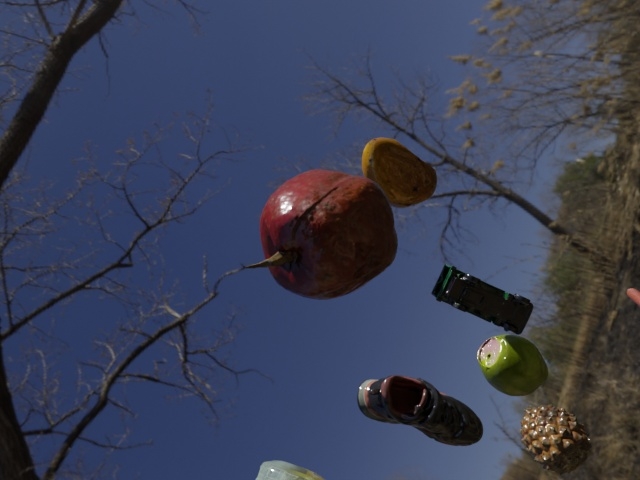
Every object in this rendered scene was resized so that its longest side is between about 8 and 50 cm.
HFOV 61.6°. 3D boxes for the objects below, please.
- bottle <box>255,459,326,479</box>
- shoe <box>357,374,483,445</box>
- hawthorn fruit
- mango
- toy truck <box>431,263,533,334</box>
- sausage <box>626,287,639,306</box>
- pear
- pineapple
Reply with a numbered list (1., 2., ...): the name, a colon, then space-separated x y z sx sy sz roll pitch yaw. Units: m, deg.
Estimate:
1. bottle: -0.011 0.514 1.082 0.083 0.270 0.083 -8 -80 -54
2. shoe: 0.232 0.362 1.181 0.137 0.291 0.114 119 168 -58
3. hawthorn fruit: 0.016 -0.010 0.995 0.262 0.259 0.258 -61 -24 -70
4. mango: 0.242 -0.215 1.735 0.290 0.160 0.191 35 -84 -26
5. toy truck: 0.267 0.098 0.888 0.079 0.147 0.065 -49 -17 -87
6. sausage: 0.839 0.177 1.352 0.223 0.030 0.029 -96 6 -67
7. pear: 0.609 0.395 1.679 0.220 0.187 0.187 35 -112 -16
8. pineapple: 0.601 0.500 1.403 0.166 0.193 0.166 -8 -59 -15
